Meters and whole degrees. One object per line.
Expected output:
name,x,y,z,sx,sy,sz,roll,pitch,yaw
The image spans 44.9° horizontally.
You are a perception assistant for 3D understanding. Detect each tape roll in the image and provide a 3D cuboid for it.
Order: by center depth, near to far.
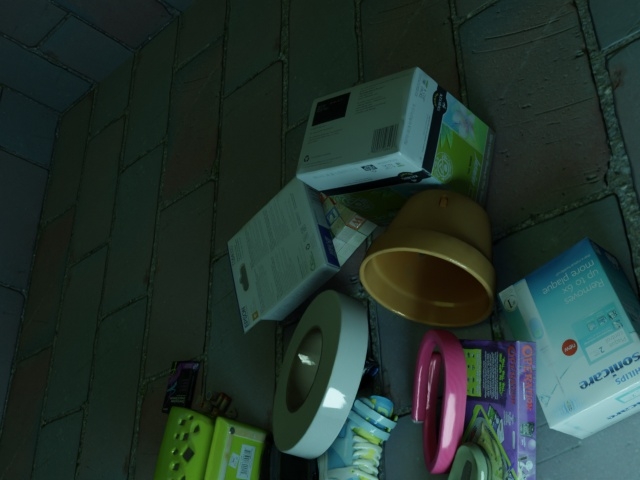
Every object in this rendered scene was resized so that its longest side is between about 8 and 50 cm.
tape roll,-0.008,0.306,1.795,0.392,0.072,0.392,-160,90,-74

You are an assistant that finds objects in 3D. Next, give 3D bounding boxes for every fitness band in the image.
fitness band,0.238,0.325,1.573,0.209,0.054,0.291,-136,49,-80

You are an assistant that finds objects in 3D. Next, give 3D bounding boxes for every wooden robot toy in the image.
wooden robot toy,-0.309,0.462,2.191,0.173,0.079,0.076,18,84,50

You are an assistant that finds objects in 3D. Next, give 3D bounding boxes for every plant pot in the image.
plant pot,0.250,0.027,1.678,0.290,0.291,0.204,-14,44,43
plant pot,-0.263,0.560,1.983,0.207,0.227,0.228,-7,64,38

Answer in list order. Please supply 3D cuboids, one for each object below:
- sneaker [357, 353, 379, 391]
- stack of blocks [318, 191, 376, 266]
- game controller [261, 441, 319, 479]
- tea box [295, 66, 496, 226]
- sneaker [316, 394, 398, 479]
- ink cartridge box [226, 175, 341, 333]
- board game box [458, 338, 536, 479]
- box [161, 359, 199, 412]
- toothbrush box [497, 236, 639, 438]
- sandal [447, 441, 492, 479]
sneaker,0.097,0.263,1.866,0.121,0.079,0.217,5,74,38
stack of blocks,0.000,0.000,2.094,0.297,0.087,0.171,-49,41,18
game controller,-0.073,0.632,1.866,0.166,0.067,0.319,-17,57,25
tea box,0.180,-0.202,1.820,0.329,0.323,0.220,-7,64,46
sneaker,0.095,0.454,1.674,0.208,0.127,0.319,-51,25,12
ink cartridge box,-0.107,0.039,2.069,0.330,0.071,0.324,-42,45,29
board game box,0.325,0.362,1.466,0.208,0.056,0.347,164,110,-70
box,-0.428,0.449,2.367,0.116,0.029,0.162,-12,62,44
toothbrush box,0.488,0.181,1.431,0.216,0.126,0.296,-38,47,29
sandal,0.240,0.523,1.448,0.120,0.086,0.303,11,92,61
